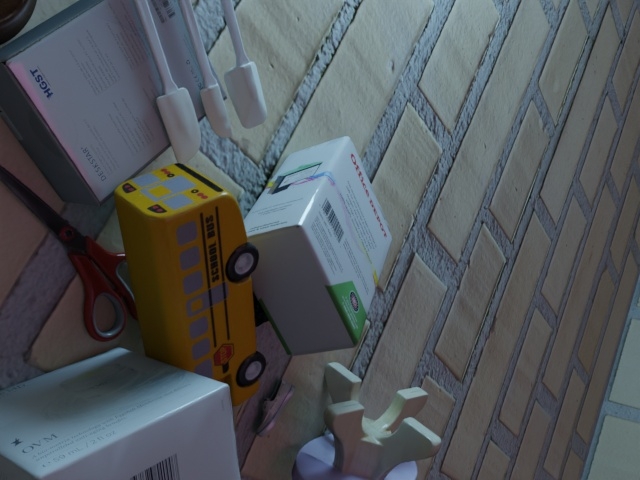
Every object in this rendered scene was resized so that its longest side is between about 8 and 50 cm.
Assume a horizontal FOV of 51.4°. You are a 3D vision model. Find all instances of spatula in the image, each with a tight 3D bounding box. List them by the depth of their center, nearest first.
[{"bbox_3d":[-0.147,-0.234,0.803,0.168,0.019,0.242,-34,121,-36],"label":"spatula"}]

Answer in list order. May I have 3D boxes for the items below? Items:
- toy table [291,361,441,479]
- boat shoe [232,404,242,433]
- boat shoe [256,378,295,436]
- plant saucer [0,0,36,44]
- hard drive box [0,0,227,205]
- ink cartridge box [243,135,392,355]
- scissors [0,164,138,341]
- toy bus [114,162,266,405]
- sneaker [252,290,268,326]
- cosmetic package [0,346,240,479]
[{"bbox_3d":[0.083,0.342,1.156,0.274,0.252,0.161,-4,116,-58],"label":"toy table"},{"bbox_3d":[-0.153,0.268,0.994,0.045,0.050,0.136,35,60,-43],"label":"boat shoe"},{"bbox_3d":[-0.081,0.272,1.091,0.035,0.035,0.100,42,66,-14],"label":"boat shoe"},{"bbox_3d":[-0.360,-0.280,0.671,0.168,0.029,0.169,-12,105,-49],"label":"plant saucer"},{"bbox_3d":[-0.244,-0.182,0.775,0.232,0.089,0.181,-49,130,-33],"label":"hard drive box"},{"bbox_3d":[0.000,0.000,0.986,0.202,0.117,0.278,65,27,-25],"label":"ink cartridge box"},{"bbox_3d":[-0.291,-0.003,0.808,0.109,0.021,0.297,-43,125,-33],"label":"scissors"},{"bbox_3d":[-0.156,0.075,0.834,0.130,0.108,0.333,-28,133,-35],"label":"toy bus"},{"bbox_3d":[-0.118,0.065,0.971,0.216,0.079,0.121,18,81,-51],"label":"sneaker"},{"bbox_3d":[-0.249,0.233,0.735,0.224,0.224,0.138,-18,107,-47],"label":"cosmetic package"}]
